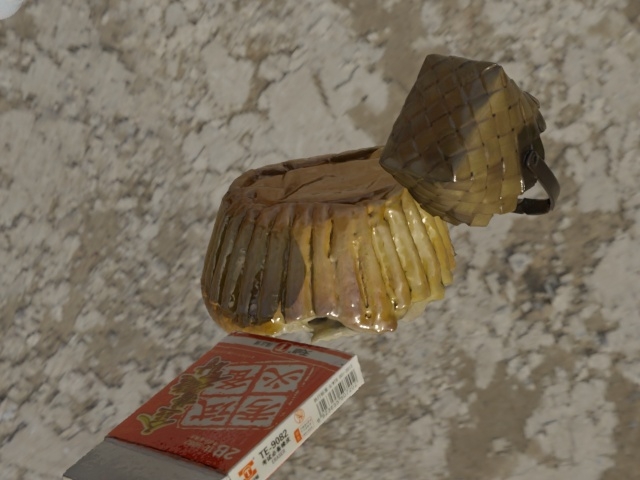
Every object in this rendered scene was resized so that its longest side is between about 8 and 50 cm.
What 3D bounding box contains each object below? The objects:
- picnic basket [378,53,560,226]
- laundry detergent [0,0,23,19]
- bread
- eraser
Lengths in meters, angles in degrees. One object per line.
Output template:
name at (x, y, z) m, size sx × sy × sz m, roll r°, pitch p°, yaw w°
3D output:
picnic basket at (0.147, -0.076, 1.206) m, size 0.178 × 0.128 × 0.138 m, roll 37°, pitch 74°, yaw -43°
laundry detergent at (-0.431, -0.195, 1.355) m, size 0.088 × 0.335 × 0.159 m, roll 31°, pitch 42°, yaw -42°
bread at (0.000, 0.000, 1.362) m, size 0.274 × 0.274 × 0.149 m, roll -25°, pitch 116°, yaw -21°
eraser at (-0.091, 0.162, 1.144) m, size 0.230 × 0.157 × 0.038 m, roll -39°, pitch 123°, yaw -38°
